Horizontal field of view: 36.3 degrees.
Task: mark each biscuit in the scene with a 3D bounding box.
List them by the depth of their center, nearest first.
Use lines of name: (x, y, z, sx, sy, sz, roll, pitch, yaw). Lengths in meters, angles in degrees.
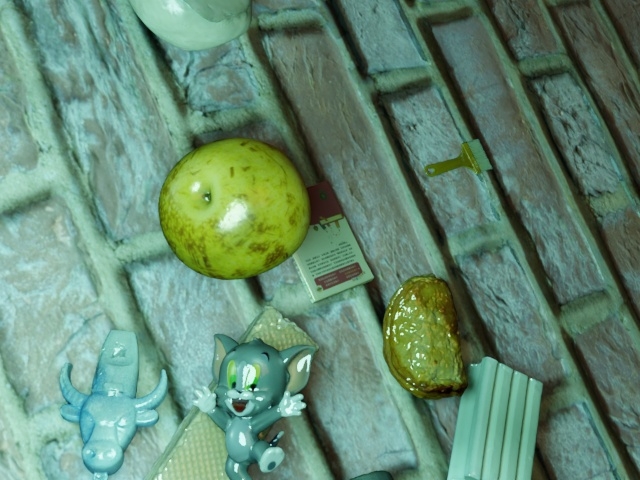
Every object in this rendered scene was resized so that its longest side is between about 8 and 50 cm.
biscuit: (-0.154, 0.307, 1.737, 0.144, 0.078, 0.426, 41, 53, -9)

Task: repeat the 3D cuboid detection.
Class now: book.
book: (0.000, 0.000, 2.003, 0.162, 0.022, 0.232, -20, 81, -34)

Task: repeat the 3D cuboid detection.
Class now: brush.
brush: (0.318, -0.181, 2.289, 0.205, 0.011, 0.083, -19, 81, -35)

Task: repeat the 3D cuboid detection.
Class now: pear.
pear: (-0.151, -0.056, 1.786, 0.280, 0.280, 0.281, 13, 63, -27)

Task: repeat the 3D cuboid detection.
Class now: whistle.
whistle: (-0.347, 0.274, 1.623, 0.180, 0.093, 0.269, 3, 64, -3)

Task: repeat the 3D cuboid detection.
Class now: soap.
soap: (0.363, 0.394, 2.013, 0.159, 0.087, 0.266, 27, 58, -20)

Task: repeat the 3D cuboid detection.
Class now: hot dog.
hot dog: (0.214, 0.201, 1.994, 0.175, 0.114, 0.259, 5, 65, -25)

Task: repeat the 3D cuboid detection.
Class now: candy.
candy: (-0.271, -0.511, 1.962, 0.295, 0.185, 0.296, 26, 53, -40)

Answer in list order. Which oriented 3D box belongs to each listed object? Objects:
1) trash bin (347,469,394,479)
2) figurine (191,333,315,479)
trash bin: (0.097, 0.510, 1.763, 0.175, 0.175, 0.161, -3, 59, -33)
figurine: (-0.103, 0.291, 1.640, 0.140, 0.193, 0.265, -11, 96, -71)
